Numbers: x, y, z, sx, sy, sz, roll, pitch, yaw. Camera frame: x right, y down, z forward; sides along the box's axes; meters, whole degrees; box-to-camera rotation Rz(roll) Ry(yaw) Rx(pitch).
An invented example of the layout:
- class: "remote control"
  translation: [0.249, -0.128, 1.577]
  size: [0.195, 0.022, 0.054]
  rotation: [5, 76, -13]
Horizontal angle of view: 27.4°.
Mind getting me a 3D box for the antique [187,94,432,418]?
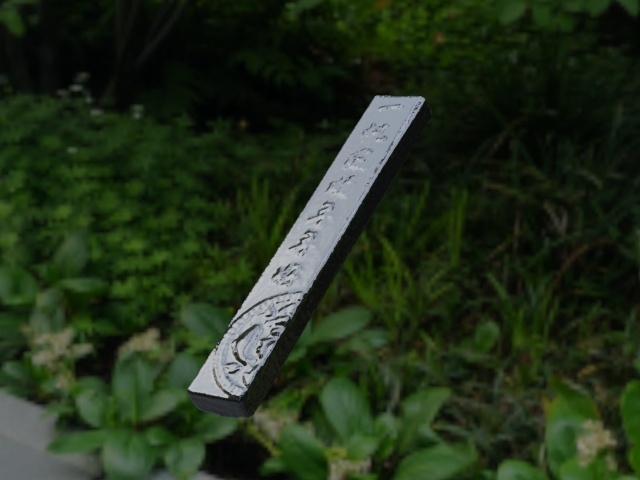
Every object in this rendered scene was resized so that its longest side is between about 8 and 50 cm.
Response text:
- class: "antique"
  translation: [0.000, 0.000, 0.585]
  size: [0.031, 0.015, 0.192]
  rotation: [2, 46, 36]
